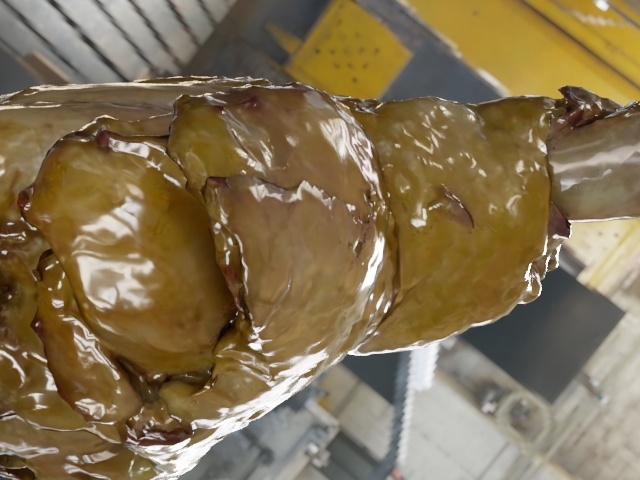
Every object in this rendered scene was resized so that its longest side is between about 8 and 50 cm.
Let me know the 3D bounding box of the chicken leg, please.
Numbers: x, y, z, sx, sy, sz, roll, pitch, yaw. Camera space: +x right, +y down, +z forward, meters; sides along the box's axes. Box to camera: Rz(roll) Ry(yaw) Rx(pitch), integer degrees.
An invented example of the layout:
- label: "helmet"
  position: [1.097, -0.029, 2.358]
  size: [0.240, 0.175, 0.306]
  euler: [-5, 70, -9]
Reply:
- label: "chicken leg"
  position: [0.000, 0.000, 0.555]
  size: [0.410, 0.182, 0.295]
  euler: [-8, 173, -9]
